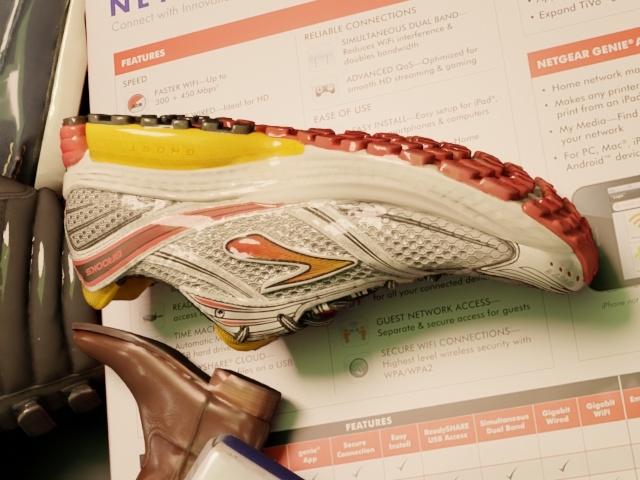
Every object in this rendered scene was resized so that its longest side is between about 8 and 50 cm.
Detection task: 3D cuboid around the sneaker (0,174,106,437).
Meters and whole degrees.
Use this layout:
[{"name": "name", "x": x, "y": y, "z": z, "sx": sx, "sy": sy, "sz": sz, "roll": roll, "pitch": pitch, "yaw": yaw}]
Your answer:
[{"name": "sneaker", "x": -0.177, "y": 0.100, "z": 0.643, "sx": 0.147, "sy": 0.104, "sz": 0.295, "roll": 7, "pitch": 102, "yaw": -15}]

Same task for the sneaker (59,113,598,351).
[{"name": "sneaker", "x": 0.000, "y": 0.000, "z": 0.542, "sx": 0.225, "sy": 0.088, "sz": 0.092, "roll": 6, "pitch": 97, "yaw": 21}]

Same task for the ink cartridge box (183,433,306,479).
[{"name": "ink cartridge box", "x": 0.013, "y": 0.293, "z": 0.482, "sx": 0.324, "sy": 0.071, "sz": 0.330, "roll": 31, "pitch": 85, "yaw": 1}]

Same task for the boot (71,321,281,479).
[{"name": "boot", "x": -0.080, "y": 0.099, "z": 0.559, "sx": 0.106, "sy": 0.037, "sz": 0.114, "roll": 20, "pitch": 87, "yaw": 26}]

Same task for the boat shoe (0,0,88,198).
[{"name": "boat shoe", "x": -0.158, "y": -0.148, "z": 0.710, "sx": 0.079, "sy": 0.095, "sz": 0.254, "roll": 8, "pitch": 83, "yaw": -15}]

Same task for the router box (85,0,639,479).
[{"name": "router box", "x": 0.066, "y": -0.010, "z": 0.602, "sx": 0.335, "sy": 0.082, "sz": 0.301, "roll": -11, "pitch": 71, "yaw": 16}]
